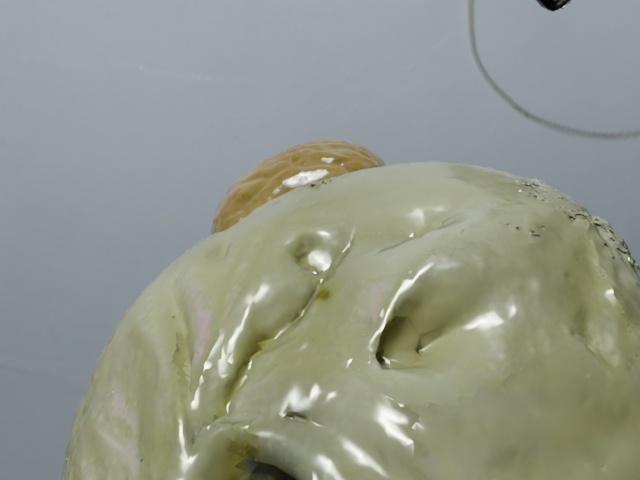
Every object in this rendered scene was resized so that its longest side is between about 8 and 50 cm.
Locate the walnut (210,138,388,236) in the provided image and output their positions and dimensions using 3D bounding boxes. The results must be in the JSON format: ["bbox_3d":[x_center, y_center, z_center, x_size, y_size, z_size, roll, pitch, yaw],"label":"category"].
[{"bbox_3d":[0.000,0.000,1.015,0.213,0.213,0.213,-2,126,-3],"label":"walnut"}]

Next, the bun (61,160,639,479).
[{"bbox_3d":[0.014,0.126,0.502,0.234,0.326,0.362,28,88,-60],"label":"bun"}]

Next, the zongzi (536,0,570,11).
[{"bbox_3d":[0.205,-0.402,0.915,0.319,0.383,0.362,-2,106,20],"label":"zongzi"}]
